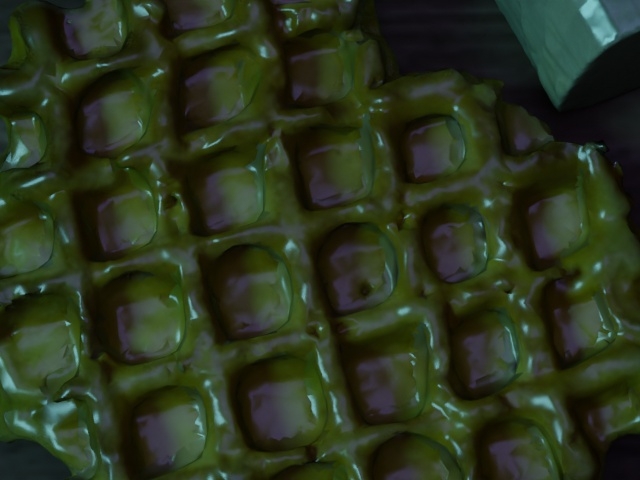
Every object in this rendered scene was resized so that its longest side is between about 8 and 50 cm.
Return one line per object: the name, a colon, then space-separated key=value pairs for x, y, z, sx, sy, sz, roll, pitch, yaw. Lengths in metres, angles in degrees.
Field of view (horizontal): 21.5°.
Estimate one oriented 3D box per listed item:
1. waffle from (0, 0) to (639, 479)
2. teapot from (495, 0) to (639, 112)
waffle: x=0.000 y=0.000 z=0.565 sx=0.253 sy=0.056 sz=0.249 roll=19 pitch=77 yaw=7
teapot: x=0.084 y=-0.156 z=0.595 sx=0.107 sy=0.077 sz=0.200 roll=-25 pitch=77 yaw=-11
